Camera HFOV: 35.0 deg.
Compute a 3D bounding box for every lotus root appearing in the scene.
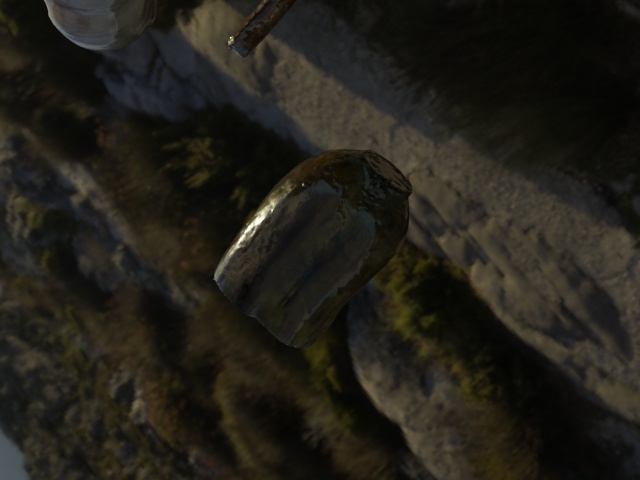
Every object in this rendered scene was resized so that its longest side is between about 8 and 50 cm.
[{"bbox_3d":[0.000,0.000,1.714,0.250,0.346,0.250,39,-165,-13],"label":"lotus root"}]

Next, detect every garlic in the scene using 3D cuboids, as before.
[{"bbox_3d":[-0.387,-0.412,1.567,0.245,0.253,0.245,179,90,-90],"label":"garlic"}]

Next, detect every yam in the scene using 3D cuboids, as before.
[{"bbox_3d":[-0.079,-0.431,1.859,0.057,0.241,0.057,42,174,6],"label":"yam"}]
